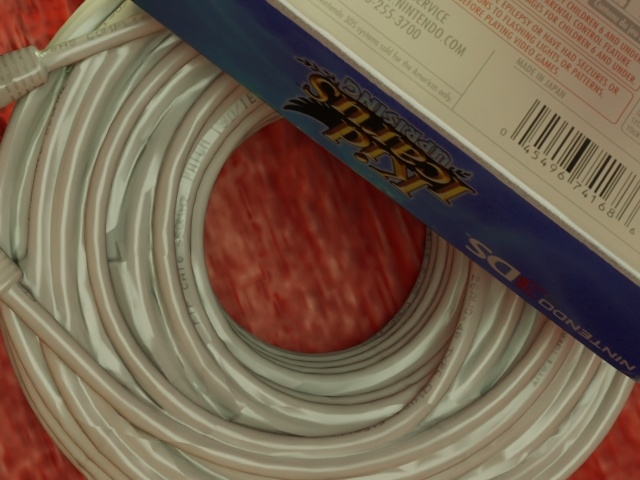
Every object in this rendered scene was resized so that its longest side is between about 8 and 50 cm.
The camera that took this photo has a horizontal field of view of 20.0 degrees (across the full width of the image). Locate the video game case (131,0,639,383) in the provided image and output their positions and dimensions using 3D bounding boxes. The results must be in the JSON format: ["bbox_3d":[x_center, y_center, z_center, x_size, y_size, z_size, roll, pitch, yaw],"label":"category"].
[{"bbox_3d":[0.075,-0.123,0.656,0.269,0.061,0.244,38,62,-2],"label":"video game case"}]

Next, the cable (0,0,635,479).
[{"bbox_3d":[0.000,0.000,0.707,0.257,0.089,0.257,-32,95,-10],"label":"cable"}]
